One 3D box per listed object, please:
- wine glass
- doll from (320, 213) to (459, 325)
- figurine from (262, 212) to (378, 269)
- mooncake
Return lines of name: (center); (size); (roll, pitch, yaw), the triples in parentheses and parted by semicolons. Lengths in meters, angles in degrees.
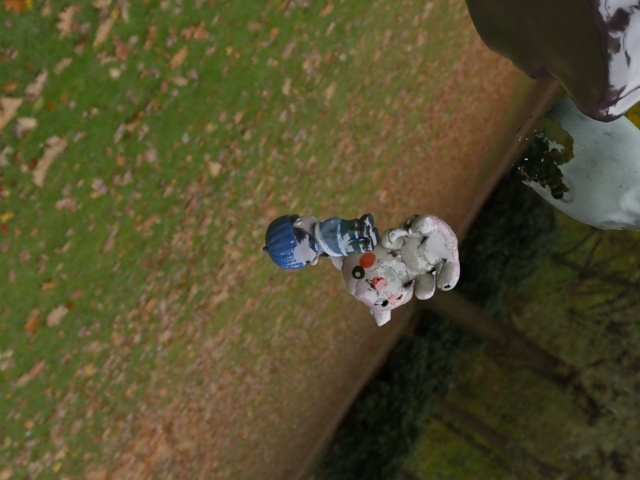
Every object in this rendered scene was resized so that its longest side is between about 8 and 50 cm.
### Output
wine glass: (0.479, -0.081, 1.527); (0.190, 0.357, 0.191); (-28, 145, -23)
doll: (0.109, 0.031, 1.404); (0.192, 0.149, 0.095); (-28, -161, 18)
figurine: (0.000, 0.000, 1.283); (0.086, 0.149, 0.087); (66, 33, -41)
mooncake: (0.378, -0.382, 1.407); (0.212, 0.381, 0.351); (-33, 153, -7)
